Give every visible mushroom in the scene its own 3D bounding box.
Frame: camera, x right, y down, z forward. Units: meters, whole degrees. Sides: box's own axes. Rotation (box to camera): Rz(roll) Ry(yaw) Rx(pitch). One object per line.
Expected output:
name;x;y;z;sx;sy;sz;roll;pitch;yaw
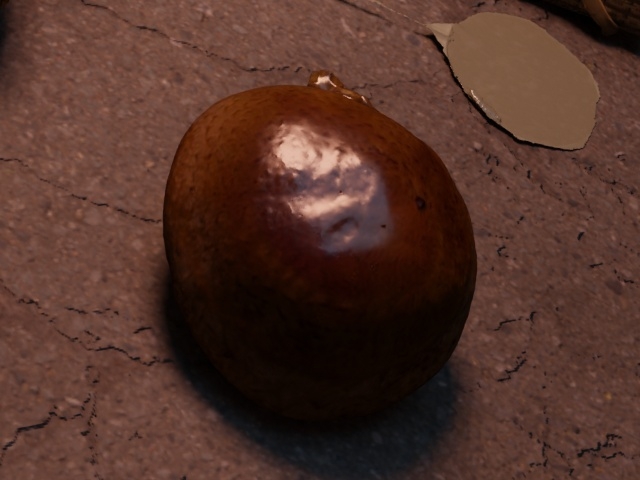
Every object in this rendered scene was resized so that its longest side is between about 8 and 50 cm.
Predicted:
mushroom;0.003;-0.012;1.486;0.263;0.195;0.283;12;47;-12

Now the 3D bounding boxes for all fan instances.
fan;0.142;-0.191;1.846;0.310;0.010;0.182;26;44;-10

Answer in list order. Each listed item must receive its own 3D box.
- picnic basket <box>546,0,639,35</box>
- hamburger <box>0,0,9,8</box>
picnic basket;0.320;-0.393;1.915;0.175;0.313;0.228;20;46;1
hamburger;-0.313;-0.341;1.546;0.179;0.276;0.294;-13;64;-23
